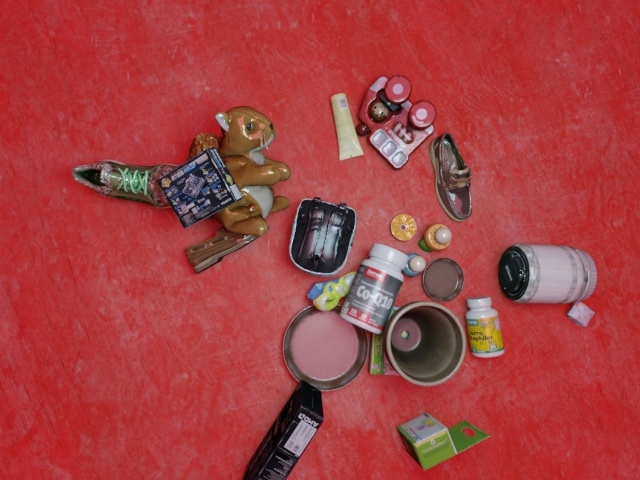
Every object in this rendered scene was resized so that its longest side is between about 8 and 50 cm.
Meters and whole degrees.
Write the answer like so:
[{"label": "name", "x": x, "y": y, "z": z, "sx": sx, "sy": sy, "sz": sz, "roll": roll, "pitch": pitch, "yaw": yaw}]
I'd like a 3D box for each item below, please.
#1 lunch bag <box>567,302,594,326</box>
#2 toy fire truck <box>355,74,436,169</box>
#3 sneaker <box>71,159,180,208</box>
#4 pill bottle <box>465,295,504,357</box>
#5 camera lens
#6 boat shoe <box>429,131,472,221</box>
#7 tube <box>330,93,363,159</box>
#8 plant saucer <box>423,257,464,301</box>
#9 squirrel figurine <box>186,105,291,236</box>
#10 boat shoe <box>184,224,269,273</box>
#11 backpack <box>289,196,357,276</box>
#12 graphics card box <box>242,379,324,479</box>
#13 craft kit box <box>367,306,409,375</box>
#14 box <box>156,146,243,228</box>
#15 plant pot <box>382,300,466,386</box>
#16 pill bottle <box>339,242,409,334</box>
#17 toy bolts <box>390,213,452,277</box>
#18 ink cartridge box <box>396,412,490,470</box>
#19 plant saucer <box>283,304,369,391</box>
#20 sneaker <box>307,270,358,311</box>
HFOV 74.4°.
[{"label": "lunch bag", "x": 1.011, "y": 0.284, "z": 1.648, "sx": 0.083, "sy": 0.053, "sz": 0.071, "roll": 36, "pitch": 84, "yaw": -12}, {"label": "toy fire truck", "x": 0.272, "y": -0.450, "z": 1.583, "sx": 0.302, "sy": 0.169, "sz": 0.254, "roll": 45, "pitch": 100, "yaw": 0}, {"label": "sneaker", "x": -0.629, "y": -0.188, "z": 1.385, "sx": 0.409, "sy": 0.182, "sz": 0.158, "roll": 4, "pitch": 95, "yaw": 13}, {"label": "pill bottle", "x": 0.604, "y": 0.317, "z": 1.564, "sx": 0.117, "sy": 0.117, "sz": 0.209, "roll": -8, "pitch": 86, "yaw": -7}, {"label": "camera lens", "x": 0.821, "y": 0.124, "z": 1.554, "sx": 0.274, "sy": 0.219, "sz": 0.220, "roll": 2, "pitch": 85, "yaw": -6}, {"label": "boat shoe", "x": 0.507, "y": -0.242, "z": 1.599, "sx": 0.123, "sy": 0.123, "sz": 0.343, "roll": -11, "pitch": 86, "yaw": -8}, {"label": "tube", "x": 0.091, "y": -0.432, "z": 1.604, "sx": 0.062, "sy": 0.070, "sz": 0.241, "roll": -12, "pitch": 89, "yaw": -38}, {"label": "plant saucer", "x": 0.463, "y": 0.148, "z": 1.601, "sx": 0.168, "sy": 0.029, "sz": 0.169, "roll": 0, "pitch": 88, "yaw": -12}, {"label": "squirrel figurine", "x": -0.301, "y": -0.251, "z": 1.396, "sx": 0.396, "sy": 0.281, "sz": 0.371, "roll": 8, "pitch": 117, "yaw": 20}, {"label": "boat shoe", "x": -0.331, "y": -0.002, "z": 1.485, "sx": 0.307, "sy": 0.111, "sz": 0.105, "roll": -31, "pitch": 90, "yaw": -9}, {"label": "backpack", "x": 0.000, "y": 0.000, "z": 1.483, "sx": 0.224, "sy": 0.191, "sz": 0.254, "roll": 12, "pitch": 76, "yaw": -3}, {"label": "graphics card box", "x": -0.125, "y": 0.662, "z": 1.367, "sx": 0.094, "sy": 0.233, "sz": 0.371, "roll": 32, "pitch": 90, "yaw": -2}, {"label": "craft kit box", "x": 0.306, "y": 0.371, "z": 1.556, "sx": 0.246, "sy": 0.061, "sz": 0.250, "roll": 6, "pitch": 84, "yaw": -9}, {"label": "box", "x": -0.370, "y": -0.156, "z": 1.287, "sx": 0.220, "sy": 0.051, "sz": 0.175, "roll": -24, "pitch": 100, "yaw": 24}, {"label": "plant pot", "x": 0.321, "y": 0.331, "z": 1.420, "sx": 0.262, "sy": 0.229, "sz": 0.263, "roll": 1, "pitch": 84, "yaw": -6}, {"label": "pill bottle", "x": 0.190, "y": 0.164, "z": 1.457, "sx": 0.161, "sy": 0.161, "sz": 0.284, "roll": 24, "pitch": 84, "yaw": -4}, {"label": "toy bolts", "x": 0.350, "y": 0.015, "z": 1.539, "sx": 0.218, "sy": 0.158, "sz": 0.229, "roll": 29, "pitch": 82, "yaw": -3}, {"label": "ink cartridge box", "x": 0.422, "y": 0.670, "z": 1.476, "sx": 0.255, "sy": 0.189, "sz": 0.097, "roll": -22, "pitch": 86, "yaw": -10}, {"label": "plant saucer", "x": 0.019, "y": 0.380, "z": 1.524, "sx": 0.310, "sy": 0.050, "sz": 0.311, "roll": 0, "pitch": 86, "yaw": -6}, {"label": "sneaker", "x": 0.051, "y": 0.163, "z": 1.528, "sx": 0.240, "sy": 0.126, "sz": 0.091, "roll": -25, "pitch": 122, "yaw": -37}]
